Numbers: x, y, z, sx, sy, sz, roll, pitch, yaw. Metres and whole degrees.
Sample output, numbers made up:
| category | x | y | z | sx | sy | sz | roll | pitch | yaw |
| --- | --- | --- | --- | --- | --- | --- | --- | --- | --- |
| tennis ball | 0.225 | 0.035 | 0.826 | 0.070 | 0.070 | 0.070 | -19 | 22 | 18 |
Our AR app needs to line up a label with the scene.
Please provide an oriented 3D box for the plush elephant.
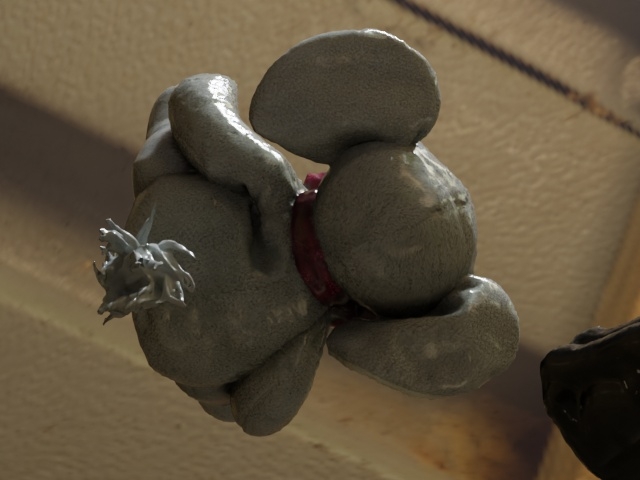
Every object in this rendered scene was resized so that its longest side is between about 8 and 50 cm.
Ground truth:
| category | x | y | z | sx | sy | sz | roll | pitch | yaw |
| --- | --- | --- | --- | --- | --- | --- | --- | --- | --- |
| plush elephant | 0.000 | 0.000 | 1.179 | 0.255 | 0.330 | 0.272 | -9 | -89 | 6 |

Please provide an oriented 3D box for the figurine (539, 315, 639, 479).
| category | x | y | z | sx | sy | sz | roll | pitch | yaw |
| --- | --- | --- | --- | --- | --- | --- | --- | --- | --- |
| figurine | 0.251 | 0.027 | 0.877 | 0.215 | 0.209 | 0.092 | -33 | -93 | -35 |
